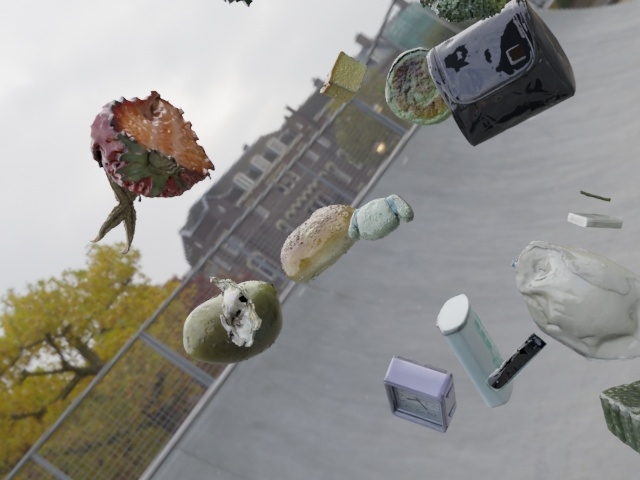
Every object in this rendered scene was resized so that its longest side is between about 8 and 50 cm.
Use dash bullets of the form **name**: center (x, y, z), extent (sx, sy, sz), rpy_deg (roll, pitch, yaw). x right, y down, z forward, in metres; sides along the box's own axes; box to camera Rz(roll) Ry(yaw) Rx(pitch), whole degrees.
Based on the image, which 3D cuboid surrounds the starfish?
- **starfish**: center (-0.494, -0.077, 1.858), extent (0.138, 0.050, 0.247), rpy_deg (-12, -68, -59)

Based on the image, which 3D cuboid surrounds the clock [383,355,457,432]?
- **clock**: center (0.231, 0.353, 1.728), extent (0.073, 0.145, 0.193), rpy_deg (-61, -28, -29)

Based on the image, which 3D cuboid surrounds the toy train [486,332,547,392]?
- **toy train**: center (0.459, 0.293, 1.791), extent (0.208, 0.043, 0.047), rpy_deg (-34, -23, -33)

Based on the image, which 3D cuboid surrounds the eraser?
- **eraser**: center (0.447, 0.316, 2.177), extent (0.104, 0.290, 0.189), rpy_deg (-27, 19, 20)

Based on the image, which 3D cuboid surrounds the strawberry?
- **strawberry**: center (-0.387, -0.202, 1.619), extent (0.253, 0.280, 0.150), rpy_deg (16, -57, -44)

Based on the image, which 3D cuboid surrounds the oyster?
- **oyster**: center (-0.157, 0.129, 1.502), extent (0.106, 0.061, 0.199), rpy_deg (-40, 43, 25)

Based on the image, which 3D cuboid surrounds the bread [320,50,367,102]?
- **bread**: center (0.055, -0.370, 1.748), extent (0.109, 0.084, 0.080), rpy_deg (151, 142, -77)

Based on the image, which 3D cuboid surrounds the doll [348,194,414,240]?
- **doll**: center (0.149, -0.055, 1.947), extent (0.214, 0.103, 0.072), rpy_deg (-23, -12, 41)

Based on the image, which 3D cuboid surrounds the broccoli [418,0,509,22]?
- **broccoli**: center (0.306, -0.579, 1.559), extent (0.235, 0.288, 0.259), rpy_deg (14, -65, -52)

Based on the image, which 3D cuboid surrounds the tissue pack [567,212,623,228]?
- **tissue pack**: center (0.586, -0.043, 1.611), extent (0.056, 0.108, 0.023), rpy_deg (33, 117, 58)

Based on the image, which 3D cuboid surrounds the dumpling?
- **dumpling**: center (0.639, 0.155, 1.845), extent (0.181, 0.341, 0.260), rpy_deg (-69, -5, -66)

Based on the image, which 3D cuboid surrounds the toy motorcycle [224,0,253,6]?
- **toy motorcycle**: center (-0.287, -0.793, 2.208), extent (0.125, 0.274, 0.187), rpy_deg (-37, -33, -4)

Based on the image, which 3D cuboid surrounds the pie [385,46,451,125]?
- **pie**: center (0.303, -0.458, 2.272), extent (0.240, 0.241, 0.054), rpy_deg (-58, -12, 24)

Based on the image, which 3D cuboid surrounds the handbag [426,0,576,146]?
- **handbag**: center (0.427, -0.404, 1.828), extent (0.302, 0.275, 0.177), rpy_deg (-26, 28, 28)

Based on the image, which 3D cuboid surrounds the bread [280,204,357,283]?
- **bread**: center (0.000, 0.000, 2.350), extent (0.305, 0.158, 0.305), rpy_deg (-41, 1, 1)

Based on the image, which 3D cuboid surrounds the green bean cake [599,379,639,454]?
- **green bean cake**: center (0.598, 0.295, 1.276), extent (0.185, 0.094, 0.183), rpy_deg (-18, 10, -7)

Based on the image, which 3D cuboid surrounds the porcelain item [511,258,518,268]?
- **porcelain item**: center (0.580, 0.080, 2.151), extent (0.036, 0.083, 0.028), rpy_deg (-31, -54, -13)

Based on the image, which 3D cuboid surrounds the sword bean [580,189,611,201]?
- **sword bean**: center (0.629, -0.101, 1.731), extent (0.012, 0.083, 0.012), rpy_deg (-167, 90, -73)

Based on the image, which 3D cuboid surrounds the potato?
- **potato**: center (-0.240, 0.234, 2.104), extent (0.308, 0.173, 0.210), rpy_deg (-21, -62, -28)
